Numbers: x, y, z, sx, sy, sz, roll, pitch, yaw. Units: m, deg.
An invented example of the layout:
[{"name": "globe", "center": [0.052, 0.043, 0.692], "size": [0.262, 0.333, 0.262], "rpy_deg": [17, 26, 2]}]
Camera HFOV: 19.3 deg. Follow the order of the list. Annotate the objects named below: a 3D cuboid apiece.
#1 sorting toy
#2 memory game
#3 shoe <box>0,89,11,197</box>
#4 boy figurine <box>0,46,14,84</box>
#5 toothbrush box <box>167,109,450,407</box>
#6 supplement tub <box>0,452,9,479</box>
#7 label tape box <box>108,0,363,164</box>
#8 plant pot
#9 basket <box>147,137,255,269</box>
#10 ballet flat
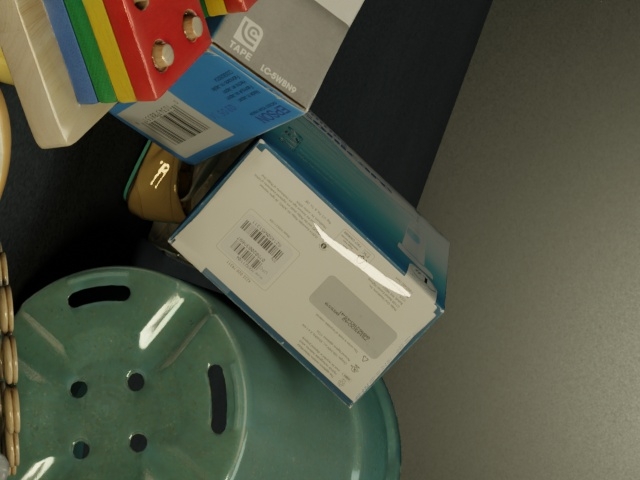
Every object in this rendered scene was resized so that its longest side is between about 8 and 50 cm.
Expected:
[{"name": "sorting toy", "center": [-0.131, -0.233, 1.255], "size": [0.257, 0.089, 0.255], "rpy_deg": [-53, 133, -52]}, {"name": "memory game", "center": [-0.249, 0.092, 1.475], "size": [0.186, 0.012, 0.186], "rpy_deg": [176, -90, -77]}, {"name": "shoe", "center": [-0.268, -0.015, 1.293], "size": [0.058, 0.076, 0.219], "rpy_deg": [-48, 159, -71]}, {"name": "boy figurine", "center": [-0.177, -0.180, 1.389], "size": [0.285, 0.092, 0.177], "rpy_deg": [-44, 156, -69]}, {"name": "toothbrush box", "center": [0.000, 0.000, 1.713], "size": [0.126, 0.216, 0.295], "rpy_deg": [-46, -175, 13]}, {"name": "supplement tub", "center": [-0.316, 0.227, 1.392], "size": [0.117, 0.117, 0.190], "rpy_deg": [51, 61, -76]}, {"name": "label tape box", "center": [-0.032, -0.246, 1.624], "size": [0.240, 0.106, 0.334], "rpy_deg": [-17, -137, 62]}, {"name": "plant pot", "center": [-0.133, 0.180, 1.692], "size": [0.341, 0.341, 0.334], "rpy_deg": [-68, 159, -6]}, {"name": "basket", "center": [-0.092, -0.045, 1.923], "size": [0.103, 0.113, 0.167], "rpy_deg": [22, 88, -76]}, {"name": "ballet flat", "center": [-0.114, -0.124, 1.787], "size": [0.080, 0.073, 0.232], "rpy_deg": [6, 105, -76]}]
